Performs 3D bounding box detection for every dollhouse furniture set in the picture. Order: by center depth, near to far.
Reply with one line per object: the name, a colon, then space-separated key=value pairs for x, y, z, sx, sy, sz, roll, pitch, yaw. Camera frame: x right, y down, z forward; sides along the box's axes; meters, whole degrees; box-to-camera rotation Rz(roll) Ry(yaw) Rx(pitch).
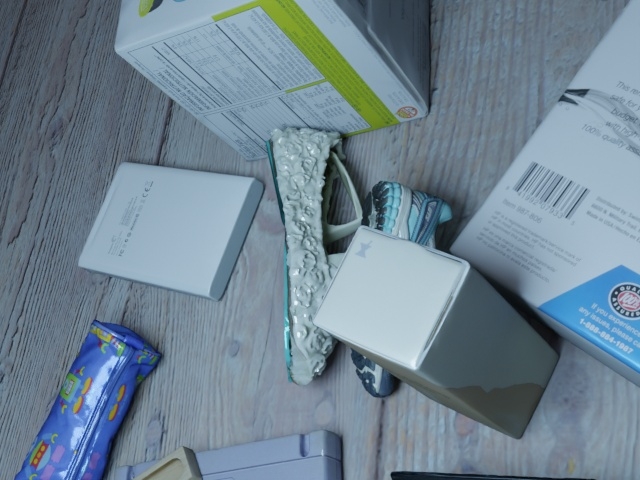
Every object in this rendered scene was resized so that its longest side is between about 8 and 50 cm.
dollhouse furniture set: x=-0.215 y=0.343 z=1.229 sx=0.144 sy=0.123 sz=0.151 roll=-35 pitch=52 yaw=13

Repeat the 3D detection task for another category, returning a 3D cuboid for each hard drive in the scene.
hard drive: x=-0.251 y=-0.022 z=1.564 sx=0.308 sy=0.040 sz=0.203 roll=10 pitch=72 yaw=36

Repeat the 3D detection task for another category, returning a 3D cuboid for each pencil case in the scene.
pencil case: x=-0.349 y=0.273 z=1.424 sx=0.133 sy=0.119 sz=0.306 roll=2 pitch=66 yaw=60

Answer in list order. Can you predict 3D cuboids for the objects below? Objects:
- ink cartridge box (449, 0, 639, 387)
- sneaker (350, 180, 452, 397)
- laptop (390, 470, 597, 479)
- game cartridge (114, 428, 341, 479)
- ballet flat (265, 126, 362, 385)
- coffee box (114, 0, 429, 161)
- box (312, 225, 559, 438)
ink cartridge box: x=0.391 y=-0.055 z=1.083 sx=0.285 sy=0.166 sz=0.394 roll=36 pitch=90 yaw=39
sneaker: x=0.114 y=0.068 z=1.239 sx=0.110 sy=0.122 sz=0.282 roll=-171 pitch=89 yaw=-76
laptop: x=0.194 y=0.389 z=1.003 sx=0.234 sy=0.264 sz=0.136 roll=-6 pitch=27 yaw=30
game cartridge: x=-0.132 y=0.394 z=1.266 sx=0.355 sy=0.068 sz=0.230 roll=-15 pitch=63 yaw=26
ballet flat: x=0.000 y=0.000 z=1.339 sx=0.147 sy=0.147 sz=0.408 roll=-20 pitch=57 yaw=23
coffee box: x=-0.057 y=-0.369 z=1.422 sx=0.335 sy=0.338 sz=0.337 roll=-12 pitch=60 yaw=29
box: x=0.140 y=0.110 z=1.067 sx=0.148 sy=0.311 sz=0.121 roll=21 pitch=79 yaw=38
